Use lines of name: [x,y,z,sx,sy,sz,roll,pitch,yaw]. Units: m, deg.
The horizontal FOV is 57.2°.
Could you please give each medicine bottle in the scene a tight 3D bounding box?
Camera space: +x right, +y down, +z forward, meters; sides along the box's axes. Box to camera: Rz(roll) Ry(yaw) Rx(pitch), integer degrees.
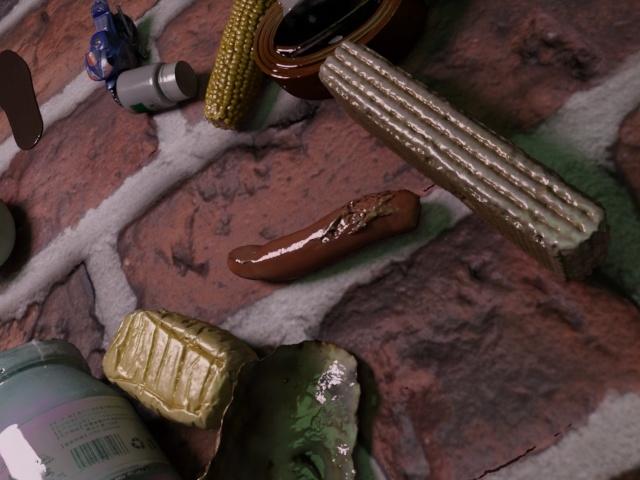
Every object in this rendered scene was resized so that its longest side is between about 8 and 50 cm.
medicine bottle: [-0.366,0.303,0.820,0.290,0.245,0.245,41,94,33]
medicine bottle: [-0.293,-0.277,1.058,0.130,0.080,0.080,-5,72,24]

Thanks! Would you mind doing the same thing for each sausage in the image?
sausage: [0.000,0.000,0.829,0.304,0.078,0.078,-22,66,20]

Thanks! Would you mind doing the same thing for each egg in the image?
egg: [-0.666,-0.021,1.121,0.149,0.149,0.192,-37,58,11]

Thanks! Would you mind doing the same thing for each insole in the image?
insole: [-0.677,-0.321,1.306,0.111,0.007,0.328,-40,61,11]

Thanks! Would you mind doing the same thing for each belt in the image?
belt: [0.026,-0.328,0.905,0.261,0.105,0.184,-29,65,19]

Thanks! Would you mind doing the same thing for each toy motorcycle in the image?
toy motorcycle: [-0.393,-0.357,1.114,0.076,0.114,0.205,-12,69,23]

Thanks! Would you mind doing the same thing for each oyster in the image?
oyster: [-0.071,0.309,0.716,0.111,0.204,0.396,-19,57,61]

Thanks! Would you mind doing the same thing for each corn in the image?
corn: [-0.127,-0.311,0.981,0.091,0.091,0.260,20,82,-11]

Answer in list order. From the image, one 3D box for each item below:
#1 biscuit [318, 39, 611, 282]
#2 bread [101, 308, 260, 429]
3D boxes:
biscuit: [0.169,-0.108,0.744,0.078,0.144,0.426,-47,58,4]
bread: [-0.196,0.182,0.848,0.236,0.106,0.140,17,83,30]
